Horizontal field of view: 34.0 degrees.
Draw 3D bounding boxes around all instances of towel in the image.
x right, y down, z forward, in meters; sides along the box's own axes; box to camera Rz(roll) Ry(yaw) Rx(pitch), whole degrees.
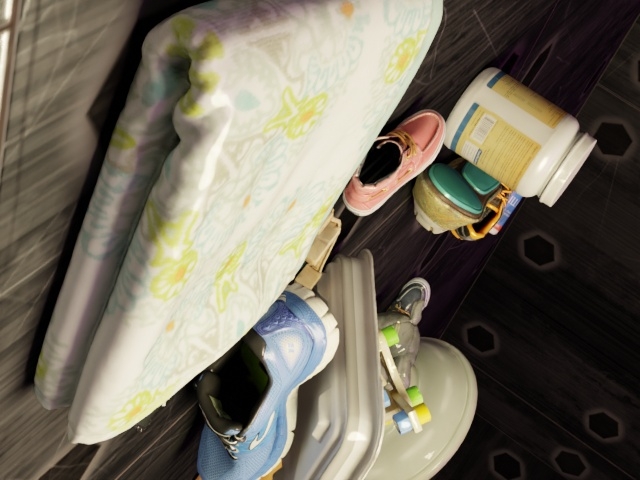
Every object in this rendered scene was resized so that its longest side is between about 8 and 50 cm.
[{"bbox_3d":[-0.060,-0.039,0.819,0.320,0.090,0.374,-39,160,-53],"label":"towel"}]

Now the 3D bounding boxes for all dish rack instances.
[{"bbox_3d":[-0.002,0.197,1.397,0.285,0.072,0.332,116,-19,-44],"label":"dish rack"}]

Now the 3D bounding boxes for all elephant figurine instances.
[{"bbox_3d":[0.098,0.224,2.043,0.239,0.186,0.169,120,-35,-73],"label":"elephant figurine"}]

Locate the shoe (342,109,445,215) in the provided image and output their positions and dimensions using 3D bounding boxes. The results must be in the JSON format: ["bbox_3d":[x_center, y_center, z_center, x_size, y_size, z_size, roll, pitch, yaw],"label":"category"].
[{"bbox_3d":[0.098,-0.108,1.277,0.178,0.063,0.081,-45,170,-20],"label":"shoe"}]

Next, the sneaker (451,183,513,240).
[{"bbox_3d":[0.320,-0.088,1.917,0.214,0.084,0.083,-63,-166,8],"label":"sneaker"}]

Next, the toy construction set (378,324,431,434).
[{"bbox_3d":[0.059,0.224,1.648,0.151,0.215,0.327,-21,168,-23],"label":"toy construction set"}]

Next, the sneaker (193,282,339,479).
[{"bbox_3d":[-0.102,0.194,1.269,0.147,0.130,0.330,-21,144,-43],"label":"sneaker"}]

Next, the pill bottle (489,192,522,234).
[{"bbox_3d":[0.350,-0.133,2.019,0.221,0.124,0.124,-57,168,8],"label":"pill bottle"}]

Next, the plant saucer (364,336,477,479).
[{"bbox_3d":[0.121,0.338,2.126,0.400,0.400,0.100,-51,124,-17],"label":"plant saucer"}]

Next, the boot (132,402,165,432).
[{"bbox_3d":[-0.162,0.132,1.001,0.099,0.045,0.121,-50,168,-7],"label":"boot"}]

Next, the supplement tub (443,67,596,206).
[{"bbox_3d":[0.302,-0.156,1.597,0.144,0.200,0.144,-51,167,-16],"label":"supplement tub"}]

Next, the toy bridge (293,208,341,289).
[{"bbox_3d":[0.000,0.000,1.290,0.063,0.026,0.188,-52,168,-25],"label":"toy bridge"}]

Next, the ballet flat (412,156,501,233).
[{"bbox_3d":[0.215,-0.068,1.740,0.123,0.123,0.348,-59,167,21],"label":"ballet flat"}]

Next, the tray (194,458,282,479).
[{"bbox_3d":[-0.113,0.381,1.779,0.202,0.076,0.411,-55,169,1],"label":"tray"}]

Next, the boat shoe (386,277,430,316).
[{"bbox_3d":[0.177,0.166,2.302,0.183,0.065,0.083,-60,171,31],"label":"boat shoe"}]
